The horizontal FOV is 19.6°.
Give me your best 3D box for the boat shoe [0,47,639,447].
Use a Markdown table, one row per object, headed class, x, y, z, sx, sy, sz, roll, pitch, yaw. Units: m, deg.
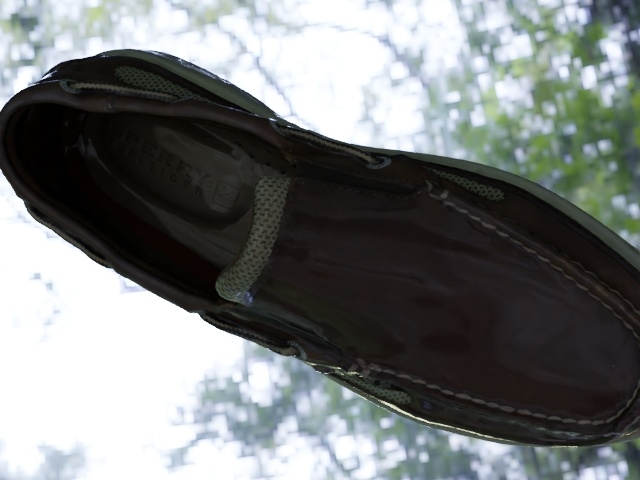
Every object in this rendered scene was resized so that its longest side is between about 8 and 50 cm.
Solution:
| class | x | y | z | sx | sy | sz | roll | pitch | yaw |
| --- | --- | --- | --- | --- | --- | --- | --- | --- | --- |
| boat shoe | -0.002 | 0.008 | 0.633 | 0.257 | 0.095 | 0.095 | 21 | 13 | 22 |
